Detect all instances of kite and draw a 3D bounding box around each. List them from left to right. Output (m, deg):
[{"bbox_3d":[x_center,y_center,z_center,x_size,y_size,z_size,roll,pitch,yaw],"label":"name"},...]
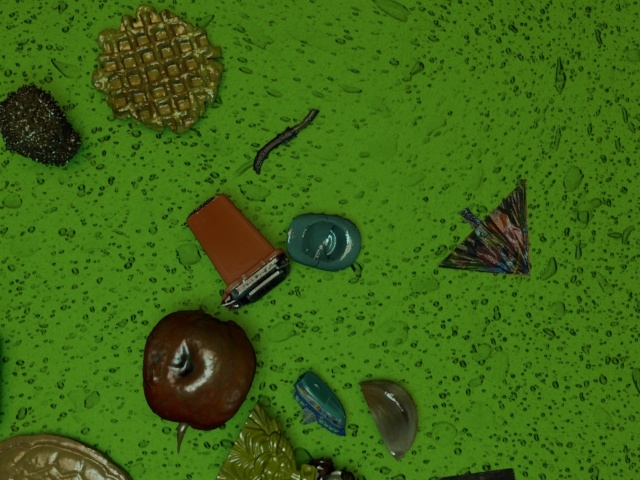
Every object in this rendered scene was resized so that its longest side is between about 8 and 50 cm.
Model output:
[{"bbox_3d":[0.445,-0.001,1.483,0.321,0.016,0.234,-44,87,-7],"label":"kite"}]

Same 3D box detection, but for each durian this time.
[{"bbox_3d":[-0.637,-0.255,1.372,0.196,0.196,0.167,34,90,2],"label":"durian"}]

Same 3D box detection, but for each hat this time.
[{"bbox_3d":[0.000,0.000,1.435,0.191,0.078,0.138,12,91,-20],"label":"hat"}]

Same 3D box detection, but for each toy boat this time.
[{"bbox_3d":[-0.009,0.397,1.390,0.175,0.091,0.110,46,117,0],"label":"toy boat"}]

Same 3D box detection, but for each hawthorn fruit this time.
[{"bbox_3d":[-0.268,0.280,1.307,0.258,0.258,0.261,21,110,0],"label":"hawthorn fruit"}]

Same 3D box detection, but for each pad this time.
[{"bbox_3d":[0.372,0.608,1.410,0.193,0.004,0.116,-6,83,-4],"label":"pad"}]

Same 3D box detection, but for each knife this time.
[{"bbox_3d":[-0.091,-0.255,1.485,0.045,0.021,0.222,45,87,4],"label":"knife"}]

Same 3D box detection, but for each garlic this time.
[{"bbox_3d":[0.174,0.401,1.390,0.101,0.087,0.195,-26,88,8],"label":"garlic"}]

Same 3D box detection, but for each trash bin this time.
[{"bbox_3d":[-0.205,0.029,1.385,0.184,0.161,0.238,-39,79,-7],"label":"trash bin"}]

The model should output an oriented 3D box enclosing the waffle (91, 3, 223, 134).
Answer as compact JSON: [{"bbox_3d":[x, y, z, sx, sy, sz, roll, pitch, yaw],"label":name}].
[{"bbox_3d":[-0.404,-0.416,1.468,0.325,0.068,0.302,26,82,2],"label":"waffle"}]

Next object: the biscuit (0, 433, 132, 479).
[{"bbox_3d":[-0.611,0.624,1.332,0.385,0.062,0.364,15,83,-1],"label":"biscuit"}]

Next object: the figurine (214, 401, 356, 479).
[{"bbox_3d":[-0.048,0.516,1.317,0.315,0.168,0.187,27,55,2],"label":"figurine"}]
